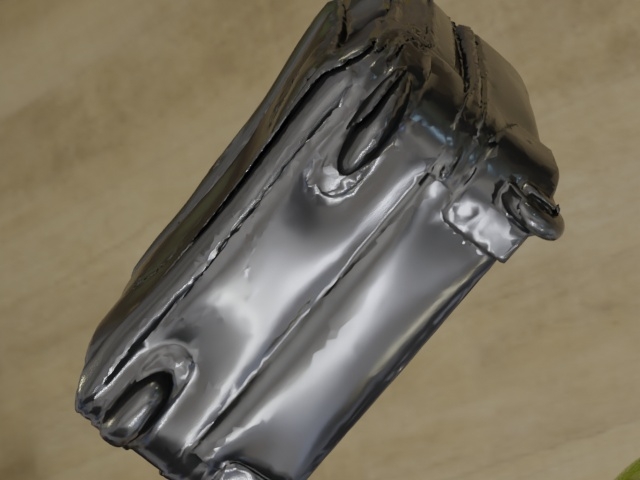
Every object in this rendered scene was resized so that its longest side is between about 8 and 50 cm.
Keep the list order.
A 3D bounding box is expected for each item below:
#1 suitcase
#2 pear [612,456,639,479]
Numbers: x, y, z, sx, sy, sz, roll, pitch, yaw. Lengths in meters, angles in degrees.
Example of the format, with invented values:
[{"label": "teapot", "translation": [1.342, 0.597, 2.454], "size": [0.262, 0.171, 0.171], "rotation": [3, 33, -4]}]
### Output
[{"label": "suitcase", "translation": [0.000, 0.000, 1.200], "size": [0.188, 0.339, 0.345], "rotation": [35, 107, -8]}, {"label": "pear", "translation": [0.304, 0.270, 1.535], "size": [0.180, 0.166, 0.216], "rotation": [-55, 14, -11]}]
